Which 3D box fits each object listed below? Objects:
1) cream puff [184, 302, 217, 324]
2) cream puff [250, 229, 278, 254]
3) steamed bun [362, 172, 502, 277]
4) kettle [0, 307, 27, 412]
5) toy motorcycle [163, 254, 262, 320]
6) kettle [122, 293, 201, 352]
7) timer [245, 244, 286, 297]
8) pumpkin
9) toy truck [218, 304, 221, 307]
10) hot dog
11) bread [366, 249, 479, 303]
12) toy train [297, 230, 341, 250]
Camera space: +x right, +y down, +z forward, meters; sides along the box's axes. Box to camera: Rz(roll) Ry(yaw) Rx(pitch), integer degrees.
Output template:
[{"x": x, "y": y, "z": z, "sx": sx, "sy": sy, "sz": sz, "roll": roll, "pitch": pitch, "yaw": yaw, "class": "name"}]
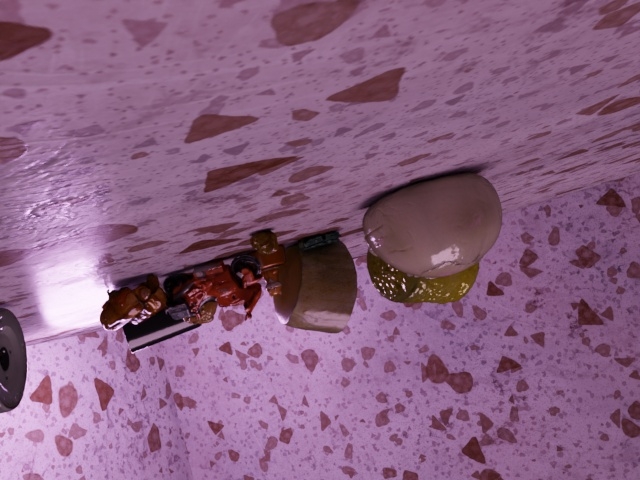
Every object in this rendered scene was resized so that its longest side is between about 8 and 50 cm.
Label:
[{"x": -0.434, "y": 0.197, "z": 1.923, "sx": 0.129, "sy": 0.189, "sz": 0.189, "roll": -6, "pitch": 170, "yaw": -35, "class": "cream puff"}, {"x": -0.137, "y": 0.002, "z": 1.393, "sx": 0.058, "sy": 0.083, "sz": 0.083, "roll": -61, "pitch": 152, "yaw": 6, "class": "cream puff"}, {"x": 0.284, "y": -0.022, "z": 1.399, "sx": 0.333, "sy": 0.233, "sz": 0.312, "roll": -17, "pitch": 175, "yaw": -2, "class": "steamed bun"}, {"x": -0.904, "y": 0.279, "z": 1.293, "sx": 0.342, "sy": 0.247, "sz": 0.319, "roll": -6, "pitch": 142, "yaw": -10, "class": "kettle"}, {"x": -0.320, "y": 0.165, "z": 1.750, "sx": 0.325, "sy": 0.221, "sz": 0.148, "roll": -15, "pitch": -150, "yaw": 5, "class": "toy motorcycle"}, {"x": -0.677, "y": 0.331, "z": 2.403, "sx": 0.308, "sy": 0.203, "sz": 0.262, "roll": -17, "pitch": 173, "yaw": -17, "class": "kettle"}, {"x": -0.160, "y": 0.104, "z": 1.801, "sx": 0.132, "sy": 0.152, "sz": 0.132, "roll": -16, "pitch": 174, "yaw": -2, "class": "timer"}, {"x": -0.035, "y": 0.154, "z": 1.895, "sx": 0.199, "sy": 0.332, "sz": 0.332, "roll": 5, "pitch": 164, "yaw": -29, "class": "pumpkin"}, {"x": -0.346, "y": 0.181, "z": 2.124, "sx": 0.114, "sy": 0.108, "sz": 0.253, "roll": -12, "pitch": 165, "yaw": -10, "class": "toy truck"}, {"x": -0.569, "y": 0.187, "z": 1.694, "sx": 0.158, "sy": 0.117, "sz": 0.349, "roll": -16, "pitch": 173, "yaw": -31, "class": "hot dog"}, {"x": 0.351, "y": 0.069, "z": 2.014, "sx": 0.307, "sy": 0.348, "sz": 0.348, "roll": -6, "pitch": 170, "yaw": -30, "class": "bread"}, {"x": 0.000, "y": 0.000, "z": 1.821, "sx": 0.148, "sy": 0.038, "sz": 0.071, "roll": -13, "pitch": 176, "yaw": -34, "class": "toy train"}]
